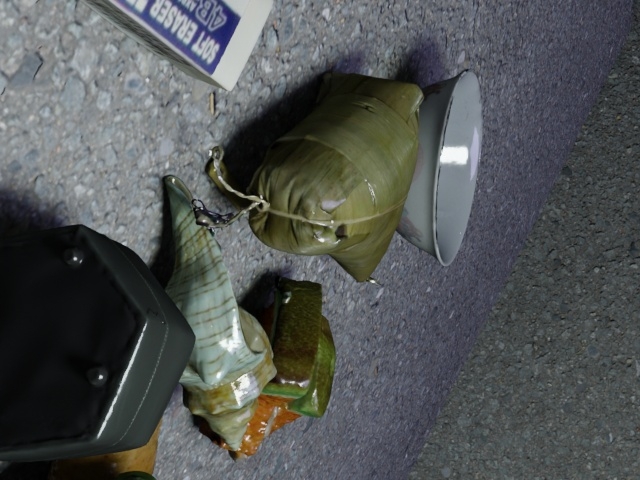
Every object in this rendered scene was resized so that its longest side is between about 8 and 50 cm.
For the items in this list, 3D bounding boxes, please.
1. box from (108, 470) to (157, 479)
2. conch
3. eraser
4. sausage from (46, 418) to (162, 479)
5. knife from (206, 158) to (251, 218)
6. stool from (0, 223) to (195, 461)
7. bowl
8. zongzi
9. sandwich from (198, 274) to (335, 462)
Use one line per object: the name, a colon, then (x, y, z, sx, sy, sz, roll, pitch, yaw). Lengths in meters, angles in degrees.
box: (-0.282, 0.389, 0.872, 0.329, 0.252, 0.177, -15, 122, -9)
conch: (-0.159, 0.120, 1.103, 0.170, 0.203, 0.386, -34, 122, -18)
eraser: (-0.153, -0.260, 0.869, 0.124, 0.081, 0.279, -66, 156, -1)
sausage: (-0.265, 0.258, 1.032, 0.123, 0.136, 0.500, -102, -156, -65)
knife: (-0.098, -0.048, 1.247, 0.047, 0.017, 0.298, -66, 156, -17)
stool: (-0.249, 0.102, 0.822, 0.232, 0.232, 0.141, -64, 164, -6)
bowl: (0.175, -0.133, 1.522, 0.345, 0.157, 0.345, 8, 90, -69)
zongzi: (0.000, 0.000, 1.222, 0.447, 0.182, 0.418, -48, 148, -48)
sandwich: (-0.065, 0.232, 1.341, 0.301, 0.162, 0.250, -57, -166, 24)
